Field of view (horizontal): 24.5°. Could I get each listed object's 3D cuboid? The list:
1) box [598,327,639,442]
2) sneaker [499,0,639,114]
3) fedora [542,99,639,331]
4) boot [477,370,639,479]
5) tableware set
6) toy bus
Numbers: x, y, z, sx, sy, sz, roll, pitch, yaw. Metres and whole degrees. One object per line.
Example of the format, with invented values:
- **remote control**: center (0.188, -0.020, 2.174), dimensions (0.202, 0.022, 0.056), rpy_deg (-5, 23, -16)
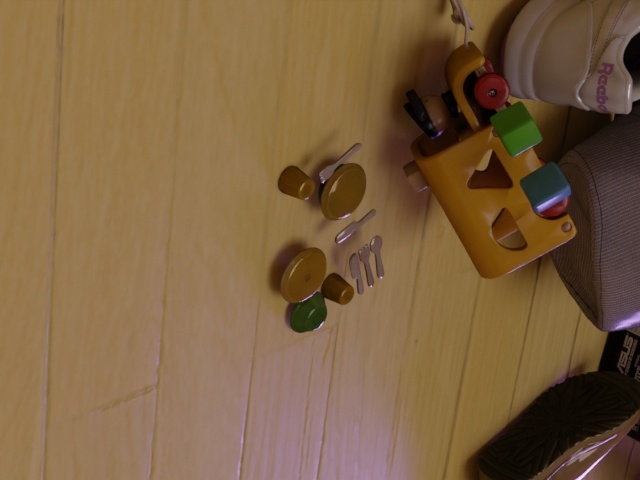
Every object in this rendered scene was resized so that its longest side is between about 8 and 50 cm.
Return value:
- **box**: center (0.391, 0.119, 1.656), dimensions (0.147, 0.077, 0.180), rpy_deg (-12, 121, -47)
- **sneaker**: center (0.294, -0.191, 1.279), dimensions (0.305, 0.152, 0.114), rpy_deg (-39, 136, -32)
- **fedora**: center (0.281, -0.020, 1.354), dimensions (0.124, 0.244, 0.275), rpy_deg (-15, 138, -11)
- **boot**: center (0.252, 0.294, 1.598), dimensions (0.236, 0.089, 0.270), rpy_deg (-27, 132, -25)
- **tableware set**: center (0.000, 0.000, 1.147), dimensions (0.104, 0.024, 0.154), rpy_deg (-39, 139, -25)
- **toy bus**: center (0.119, -0.069, 1.172), dimensions (0.104, 0.202, 0.191), rpy_deg (-30, 150, 6)
